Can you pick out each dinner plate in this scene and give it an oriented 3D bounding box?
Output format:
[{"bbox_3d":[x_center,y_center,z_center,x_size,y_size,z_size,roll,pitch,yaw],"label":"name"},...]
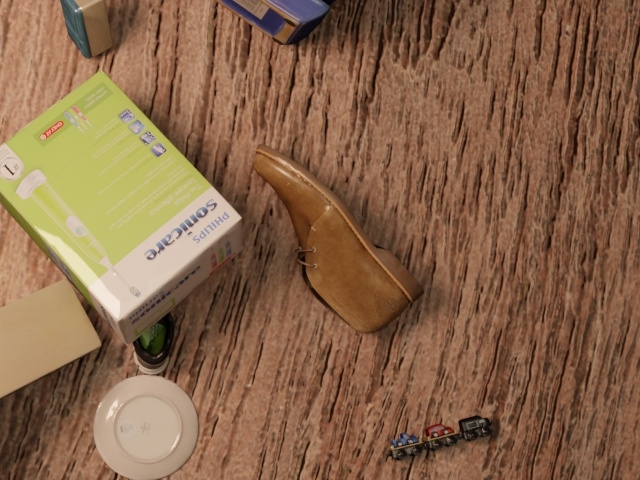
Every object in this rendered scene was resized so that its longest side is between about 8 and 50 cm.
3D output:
[{"bbox_3d":[-0.232,0.250,1.865,0.141,0.017,0.141,2,82,-11],"label":"dinner plate"}]

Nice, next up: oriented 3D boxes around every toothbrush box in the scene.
[{"bbox_3d":[-0.267,-0.043,1.805,0.206,0.122,0.283,-41,75,-14],"label":"toothbrush box"}]

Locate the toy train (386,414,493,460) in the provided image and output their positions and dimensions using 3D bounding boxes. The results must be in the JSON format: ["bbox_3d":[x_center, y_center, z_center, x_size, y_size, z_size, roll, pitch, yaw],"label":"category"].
[{"bbox_3d":[0.164,0.273,1.946,0.158,0.027,0.036,-13,82,-14],"label":"toy train"}]

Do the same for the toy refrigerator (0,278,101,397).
[{"bbox_3d":[-0.413,0.149,1.736,0.269,0.094,0.102,-29,90,-49],"label":"toy refrigerator"}]

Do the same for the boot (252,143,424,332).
[{"bbox_3d":[0.000,0.000,1.909,0.115,0.112,0.305,-43,96,-4],"label":"boot"}]

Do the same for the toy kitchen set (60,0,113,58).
[{"bbox_3d":[-0.405,-0.326,1.868,0.166,0.122,0.207,-32,70,-14],"label":"toy kitchen set"}]

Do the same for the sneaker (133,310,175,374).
[{"bbox_3d":[-0.222,0.092,1.857,0.063,0.075,0.170,0,83,-13],"label":"sneaker"}]

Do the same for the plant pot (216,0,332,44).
[{"bbox_3d":[-0.049,-0.404,1.884,0.236,0.236,0.212,34,82,-7],"label":"plant pot"}]
